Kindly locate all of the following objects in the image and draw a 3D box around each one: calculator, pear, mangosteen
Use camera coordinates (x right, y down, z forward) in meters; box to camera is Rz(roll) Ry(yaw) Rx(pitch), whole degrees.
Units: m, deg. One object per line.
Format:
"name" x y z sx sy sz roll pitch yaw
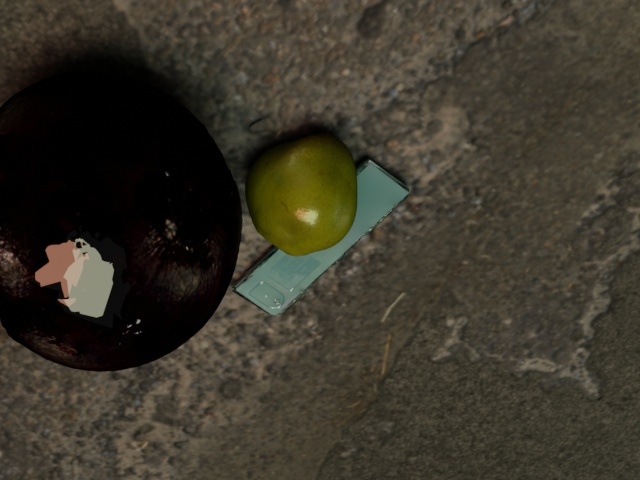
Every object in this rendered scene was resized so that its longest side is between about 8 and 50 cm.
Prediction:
"calculator" 0.000 0.000 0.943 0.057 0.018 0.172 32 116 -32
"pear" -0.010 -0.037 0.871 0.092 0.092 0.097 36 96 -32
"mangosteen" -0.180 -0.008 0.804 0.250 0.211 0.211 -11 138 39
